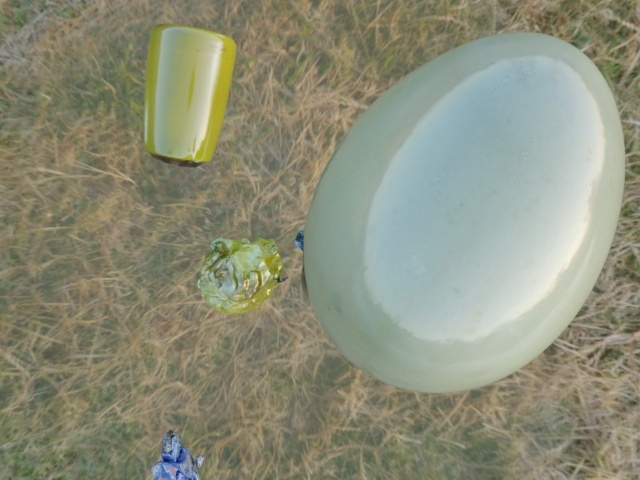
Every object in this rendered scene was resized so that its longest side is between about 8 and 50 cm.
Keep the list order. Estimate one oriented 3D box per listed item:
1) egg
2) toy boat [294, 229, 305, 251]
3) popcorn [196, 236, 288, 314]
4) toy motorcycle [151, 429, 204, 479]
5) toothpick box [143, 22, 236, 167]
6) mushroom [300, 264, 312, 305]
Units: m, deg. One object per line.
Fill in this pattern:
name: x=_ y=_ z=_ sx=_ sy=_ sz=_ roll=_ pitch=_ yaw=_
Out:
egg: x=0.091 y=-0.013 z=0.460 sx=0.188 sy=0.188 sz=0.254 roll=28 pitch=121 yaw=-4
toy boat: x=0.000 y=0.000 z=1.242 sx=0.060 sy=0.137 sz=0.061 roll=40 pitch=59 yaw=-24
popcorn: x=-0.144 y=0.065 z=1.327 sx=0.173 sy=0.173 sz=0.142 roll=-35 pitch=52 yaw=-4
toy motorcycle: x=-0.308 y=0.504 z=1.510 sx=0.076 sy=0.114 sz=0.205 roll=-2 pitch=130 yaw=14
toothpick box: x=-0.276 y=-0.291 z=1.435 sx=0.175 sy=0.175 sz=0.271 roll=10 pitch=99 yaw=-4
mushroom: x=0.052 y=0.043 z=1.404 sx=0.178 sy=0.226 sz=0.226 roll=29 pitch=86 yaw=-35
